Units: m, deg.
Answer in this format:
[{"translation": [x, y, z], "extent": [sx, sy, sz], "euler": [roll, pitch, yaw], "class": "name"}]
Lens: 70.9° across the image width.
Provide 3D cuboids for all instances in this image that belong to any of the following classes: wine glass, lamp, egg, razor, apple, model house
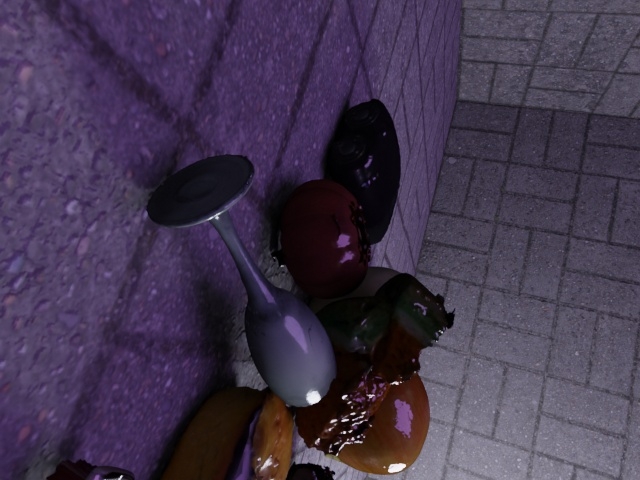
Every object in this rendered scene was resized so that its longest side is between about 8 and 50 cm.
[{"translation": [-0.032, 0.006, 0.532], "extent": [0.264, 0.096, 0.309], "euler": [-65, 146, -40], "class": "wine glass"}, {"translation": [0.000, 0.000, 0.673], "extent": [0.182, 0.140, 0.181], "euler": [-9, 90, -75], "class": "lamp"}, {"translation": [0.088, 0.145, 0.881], "extent": [0.254, 0.189, 0.188], "euler": [-27, 133, -29], "class": "egg"}, {"translation": [0.103, -0.123, 0.934], "extent": [0.327, 0.107, 0.189], "euler": [65, 41, -62], "class": "razor"}, {"translation": [0.112, 0.354, 0.956], "extent": [0.241, 0.242, 0.242], "euler": [64, 29, -11], "class": "apple"}, {"translation": [-0.048, 0.569, 0.949], "extent": [0.203, 0.141, 0.164], "euler": [-53, 177, -10], "class": "model house"}]

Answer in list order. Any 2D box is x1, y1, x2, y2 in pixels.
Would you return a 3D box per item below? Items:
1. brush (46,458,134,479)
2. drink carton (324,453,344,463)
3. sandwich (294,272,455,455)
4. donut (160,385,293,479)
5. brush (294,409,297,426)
[{"translation": [-0.240, 0.298, 0.283], "extent": [0.321, 0.050, 0.060], "euler": [-61, 160, -22], "class": "brush"}, {"translation": [0.113, 0.611, 1.285], "extent": [0.074, 0.200, 0.084], "euler": [-55, 151, -47], "class": "drink carton"}, {"translation": [0.046, 0.172, 0.672], "extent": [0.301, 0.162, 0.250], "euler": [-61, 176, 3], "class": "sandwich"}, {"translation": [-0.105, 0.305, 0.566], "extent": [0.253, 0.119, 0.253], "euler": [12, 90, -70], "class": "donut"}, {"translation": [-0.037, 0.266, 0.885], "extent": [0.062, 0.027, 0.266], "euler": [-76, 169, -60], "class": "brush"}]
